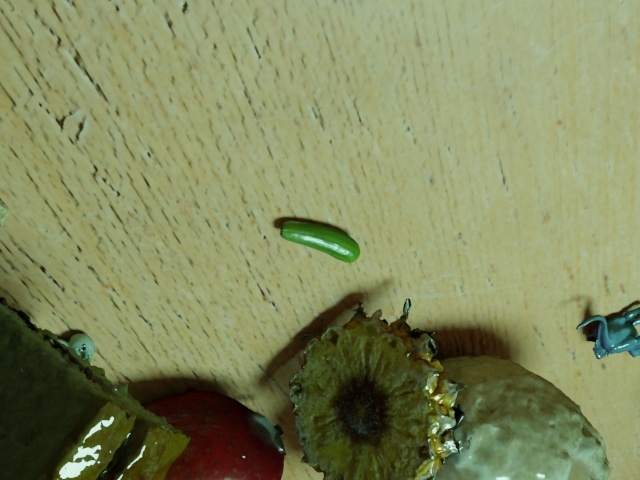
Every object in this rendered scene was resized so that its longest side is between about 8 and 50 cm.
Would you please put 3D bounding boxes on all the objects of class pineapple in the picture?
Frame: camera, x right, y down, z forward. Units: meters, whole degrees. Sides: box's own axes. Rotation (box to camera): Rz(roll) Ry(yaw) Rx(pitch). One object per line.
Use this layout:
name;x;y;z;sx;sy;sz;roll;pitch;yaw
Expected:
pineapple;0.051;0.164;1.084;0.221;0.221;0.047;-41;158;27

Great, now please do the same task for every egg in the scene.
egg;0.159;0.254;1.195;0.310;0.279;0.279;0;147;19

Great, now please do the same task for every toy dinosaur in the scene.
toy dinosaur;0.354;0.111;1.266;0.080;0.045;0.197;-34;150;24

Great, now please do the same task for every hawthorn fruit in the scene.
hawthorn fruit;-0.128;0.238;1.132;0.202;0.185;0.185;-25;146;-20

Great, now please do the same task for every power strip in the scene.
power strip;-0.254;0.113;1.022;0.083;0.035;0.055;-14;143;-2

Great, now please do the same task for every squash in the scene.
squash;0.001;-0.001;0.995;0.089;0.027;0.027;21;128;-36

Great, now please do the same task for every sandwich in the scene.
sandwich;-0.300;0.179;0.882;0.262;0.325;0.131;-55;142;-11

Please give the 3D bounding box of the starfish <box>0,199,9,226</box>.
starfish;-0.387;-0.042;0.751;0.299;0.060;0.302;-11;148;0
